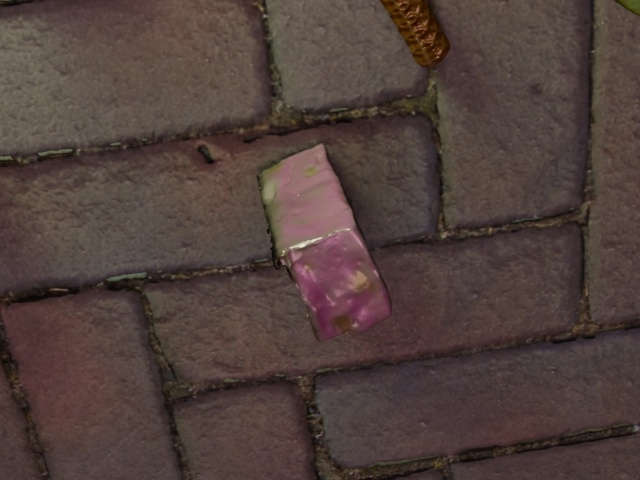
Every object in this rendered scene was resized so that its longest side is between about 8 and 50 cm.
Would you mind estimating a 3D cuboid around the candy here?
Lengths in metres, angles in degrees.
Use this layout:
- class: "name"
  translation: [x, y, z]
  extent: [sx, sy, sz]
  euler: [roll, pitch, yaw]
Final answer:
- class: "candy"
  translation: [0.000, 0.000, 1.409]
  extent: [0.115, 0.265, 0.156]
  euler: [-25, 120, 4]

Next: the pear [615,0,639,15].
- class: "pear"
  translation: [0.487, -0.387, 1.302]
  extent: [0.292, 0.159, 0.293]
  euler: [-3, 124, -4]

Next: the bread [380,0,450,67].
- class: "bread"
  translation: [0.116, -0.292, 1.377]
  extent: [0.052, 0.044, 0.157]
  euler: [-27, 119, 16]
